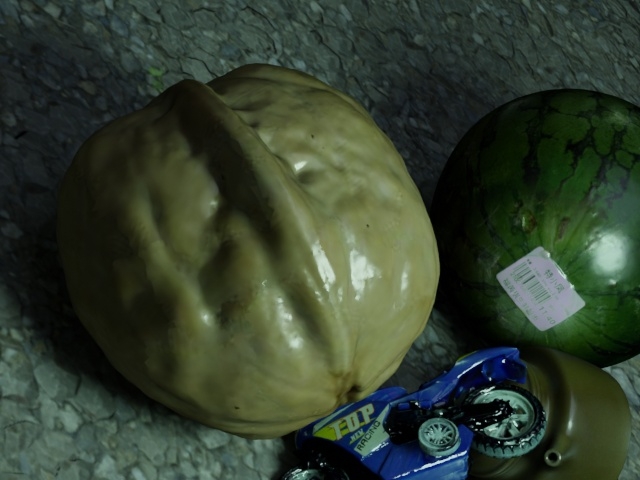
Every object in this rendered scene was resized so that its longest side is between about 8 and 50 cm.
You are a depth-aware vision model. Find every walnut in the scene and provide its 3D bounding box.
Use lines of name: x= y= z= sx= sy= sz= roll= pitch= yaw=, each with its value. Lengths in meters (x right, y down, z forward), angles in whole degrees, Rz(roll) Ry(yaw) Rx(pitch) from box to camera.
walnut: x=-0.070 y=0.010 z=1.796 sx=0.381 sy=0.381 sz=0.381 roll=27 pitch=41 yaw=-27

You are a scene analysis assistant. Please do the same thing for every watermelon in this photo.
watermelon: x=0.298 y=-0.014 z=2.186 sx=0.363 sy=0.363 sz=0.363 roll=27 pitch=41 yaw=-27

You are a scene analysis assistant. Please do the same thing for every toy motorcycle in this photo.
toy motorcycle: x=0.083 y=0.196 z=1.904 sx=0.315 sy=0.113 sz=0.169 roll=-19 pitch=47 yaw=-15

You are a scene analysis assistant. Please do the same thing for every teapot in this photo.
teapot: x=0.218 y=0.200 z=2.040 sx=0.175 sy=0.185 sz=0.268 roll=23 pitch=5 yaw=-30
